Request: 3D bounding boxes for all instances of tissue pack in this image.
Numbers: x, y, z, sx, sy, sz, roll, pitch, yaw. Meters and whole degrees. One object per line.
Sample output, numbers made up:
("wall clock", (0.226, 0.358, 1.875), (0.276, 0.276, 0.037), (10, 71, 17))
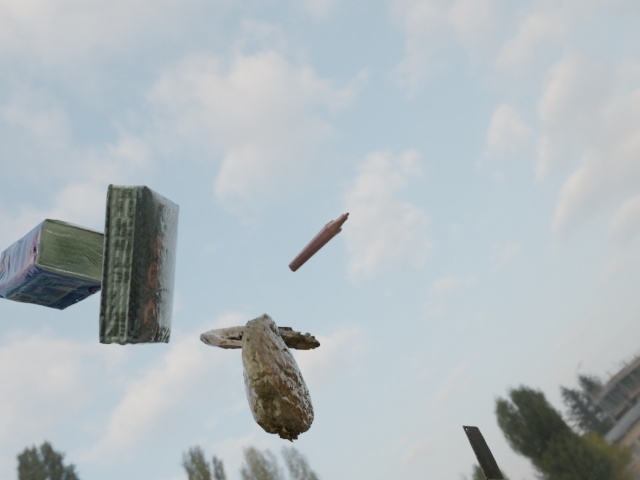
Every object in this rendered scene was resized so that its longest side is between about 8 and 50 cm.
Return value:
("tissue pack", (-0.366, 0.057, 1.447), (0.103, 0.315, 0.228), (1, -8, 4))
("tissue pack", (-0.642, 0.062, 1.704), (0.198, 0.146, 0.263), (19, -31, -39))

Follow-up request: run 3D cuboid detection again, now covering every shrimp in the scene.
("shrimp", (-0.127, 0.207, 1.439), (0.251, 0.052, 0.143), (-2, 5, 11))

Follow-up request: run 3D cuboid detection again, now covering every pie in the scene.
("pie", (-0.066, 0.180, 0.943), (0.079, 0.163, 0.193), (-18, 5, 1))

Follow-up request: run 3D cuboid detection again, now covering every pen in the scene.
("pen", (0.000, 0.000, 1.523), (0.197, 0.032, 0.053), (-44, -6, 31))

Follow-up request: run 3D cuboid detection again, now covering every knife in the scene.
("knife", (0.429, 0.576, 1.770), (0.072, 0.245, 0.019), (14, -49, -34))
